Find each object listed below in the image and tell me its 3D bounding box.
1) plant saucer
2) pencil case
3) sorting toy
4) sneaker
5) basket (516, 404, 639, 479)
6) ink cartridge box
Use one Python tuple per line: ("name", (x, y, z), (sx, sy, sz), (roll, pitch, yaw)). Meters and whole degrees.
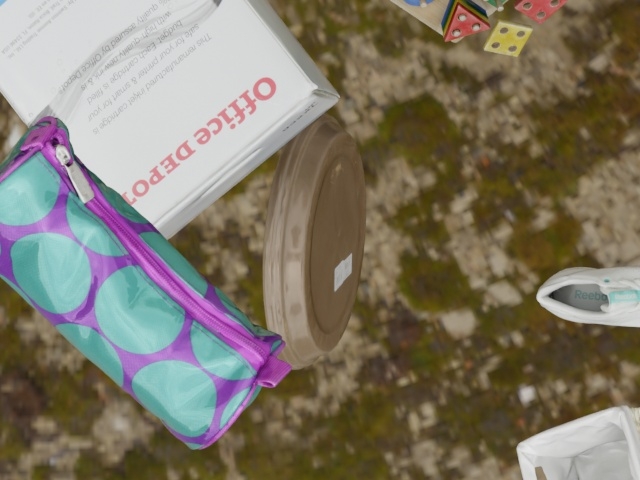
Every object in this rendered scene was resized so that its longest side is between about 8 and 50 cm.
("plant saucer", (0.000, 0.000, 1.754), (0.041, 0.278, 0.278), (5, 123, 15))
("pencil case", (-0.085, 0.019, 0.719), (0.151, 0.064, 0.070), (44, 136, -7))
("sorting toy", (0.167, -0.286, 1.928), (0.274, 0.046, 0.132), (28, 128, -35))
("sneaker", (0.318, 0.055, 1.652), (0.212, 0.094, 0.080), (-7, 87, 25))
("basket", (0.339, 0.273, 2.004), (0.103, 0.113, 0.167), (4, 156, -45))
("ink cartridge box", (-0.166, -0.178, 1.479), (0.223, 0.129, 0.307), (-39, 84, 10))
